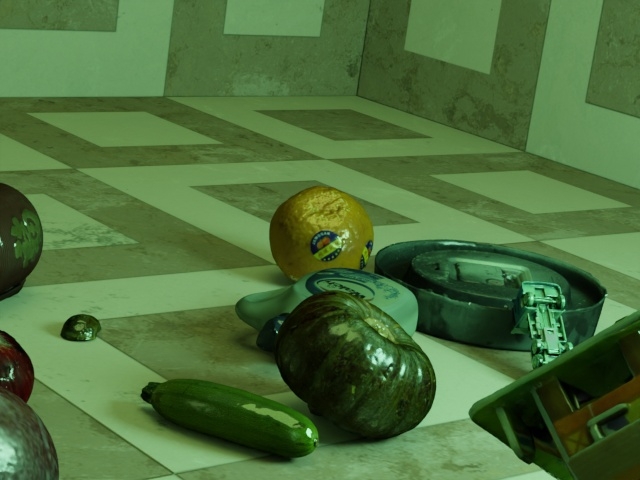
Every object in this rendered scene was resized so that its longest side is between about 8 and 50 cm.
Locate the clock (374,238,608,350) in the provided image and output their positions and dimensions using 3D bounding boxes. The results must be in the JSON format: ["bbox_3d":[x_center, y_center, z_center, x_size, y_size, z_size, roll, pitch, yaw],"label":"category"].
[{"bbox_3d":[0.273,0.086,2.621,0.386,0.076,0.386,7,14,-2],"label":"clock"}]

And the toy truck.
[{"bbox_3d":[0.328,0.150,2.361,0.067,0.081,0.175,5,52,-15],"label":"toy truck"}]

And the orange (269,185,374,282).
[{"bbox_3d":[0.002,-0.003,2.645,0.177,0.155,0.177,-2,56,4],"label":"orange"}]

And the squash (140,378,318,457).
[{"bbox_3d":[-0.117,0.211,1.956,0.252,0.066,0.066,13,15,22],"label":"squash"}]

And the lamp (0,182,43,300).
[{"bbox_3d":[-0.504,0.011,2.333,0.180,0.180,0.258,11,17,12],"label":"lamp"}]

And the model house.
[{"bbox_3d":[0.365,0.291,1.710,0.357,0.242,0.313,40,25,-56],"label":"model house"}]

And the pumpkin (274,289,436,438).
[{"bbox_3d":[0.032,0.165,2.046,0.219,0.162,0.219,32,18,-11],"label":"pumpkin"}]

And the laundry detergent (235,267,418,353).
[{"bbox_3d":[-0.009,0.113,2.316,0.215,0.105,0.280,19,20,35],"label":"laundry detergent"}]

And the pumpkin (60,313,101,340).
[{"bbox_3d":[-0.338,0.119,2.266,0.050,0.028,0.083,7,10,2],"label":"pumpkin"}]

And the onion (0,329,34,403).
[{"bbox_3d":[-0.403,0.164,1.889,0.131,0.131,0.131,8,15,-2],"label":"onion"}]

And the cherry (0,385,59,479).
[{"bbox_3d":[-0.372,0.221,1.532,0.230,0.203,0.300,13,0,40],"label":"cherry"}]
